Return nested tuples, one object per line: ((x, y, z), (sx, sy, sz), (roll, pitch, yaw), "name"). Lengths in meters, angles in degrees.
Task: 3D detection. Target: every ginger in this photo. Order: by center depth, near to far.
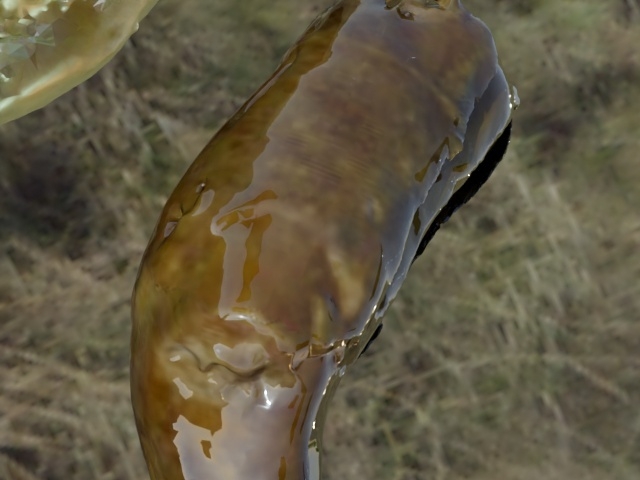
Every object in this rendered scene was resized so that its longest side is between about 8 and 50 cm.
((0.004, -0.012, 0.673), (0.107, 0.133, 0.309), (22, 45, 8), "ginger")

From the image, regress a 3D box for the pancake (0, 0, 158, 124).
((-0.216, -0.218, 0.768), (0.387, 0.387, 0.082), (51, 2, -23), "pancake")
